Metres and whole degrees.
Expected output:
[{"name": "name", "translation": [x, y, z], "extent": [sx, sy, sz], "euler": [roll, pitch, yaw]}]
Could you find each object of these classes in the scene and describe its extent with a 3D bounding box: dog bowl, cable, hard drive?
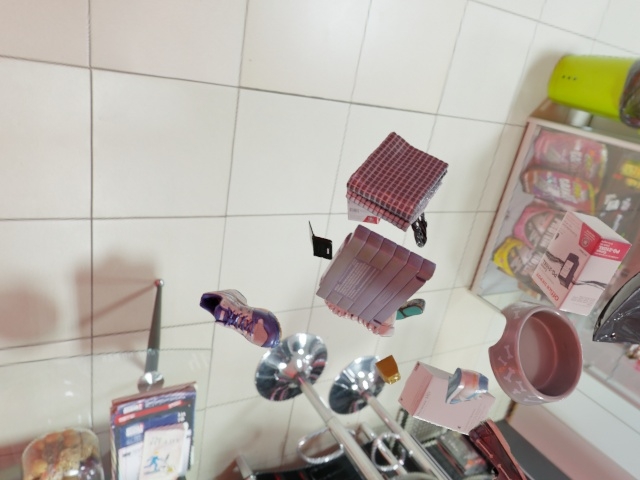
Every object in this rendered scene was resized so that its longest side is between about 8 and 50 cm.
[{"name": "dog bowl", "translation": [0.726, 0.371, 1.555], "extent": [0.348, 0.102, 0.350], "euler": [6, 77, -24]}, {"name": "cable", "translation": [0.339, -0.051, 1.606], "extent": [0.047, 0.151, 0.185], "euler": [-12, 121, 18]}, {"name": "hard drive", "translation": [0.741, 0.155, 1.056], "extent": [0.171, 0.054, 0.255], "euler": [4, 140, 4]}]

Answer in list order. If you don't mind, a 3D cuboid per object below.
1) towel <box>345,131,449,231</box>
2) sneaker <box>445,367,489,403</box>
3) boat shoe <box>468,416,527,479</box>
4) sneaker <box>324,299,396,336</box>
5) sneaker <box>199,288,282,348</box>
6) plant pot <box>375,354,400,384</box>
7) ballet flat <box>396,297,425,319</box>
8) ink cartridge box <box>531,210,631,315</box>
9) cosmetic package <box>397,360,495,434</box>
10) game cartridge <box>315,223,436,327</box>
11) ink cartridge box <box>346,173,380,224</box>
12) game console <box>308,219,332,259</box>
[{"name": "towel", "translation": [0.244, -0.193, 1.460], "extent": [0.284, 0.234, 0.121], "euler": [-50, 159, -29]}, {"name": "sneaker", "translation": [0.424, 0.438, 1.374], "extent": [0.229, 0.092, 0.088], "euler": [85, 19, -64]}, {"name": "boat shoe", "translation": [0.383, 0.482, 0.988], "extent": [0.064, 0.075, 0.206], "euler": [-27, 83, 0]}, {"name": "sneaker", "translation": [0.142, 0.230, 1.632], "extent": [0.110, 0.291, 0.119], "euler": [2, 104, -54]}, {"name": "sneaker", "translation": [-0.239, 0.231, 1.349], "extent": [0.130, 0.296, 0.112], "euler": [8, 101, -49]}, {"name": "plant pot", "translation": [0.282, 0.532, 1.897], "extent": [0.081, 0.083, 0.082], "euler": [-26, 127, -6]}, {"name": "ballet flat", "translation": [0.305, 0.246, 1.695], "extent": [0.070, 0.188, 0.070], "euler": [15, 67, -41]}, {"name": "ink cartridge box", "translation": [0.724, 0.064, 1.319], "extent": [0.100, 0.172, 0.238], "euler": [11, 117, -9]}, {"name": "cosmetic package", "translation": [0.572, 0.720, 2.125], "extent": [0.384, 0.156, 0.218], "euler": [22, 94, -22]}, {"name": "game cartridge", "translation": [0.132, 0.105, 1.276], "extent": [0.068, 0.230, 0.355], "euler": [-58, 178, -35]}, {"name": "ink cartridge box", "translation": [0.173, -0.159, 1.812], "extent": [0.072, 0.127, 0.175], "euler": [-60, 154, -46]}, {"name": "game console", "translation": [0.000, 0.000, 1.636], "extent": [0.122, 0.107, 0.071], "euler": [86, 21, -56]}]
